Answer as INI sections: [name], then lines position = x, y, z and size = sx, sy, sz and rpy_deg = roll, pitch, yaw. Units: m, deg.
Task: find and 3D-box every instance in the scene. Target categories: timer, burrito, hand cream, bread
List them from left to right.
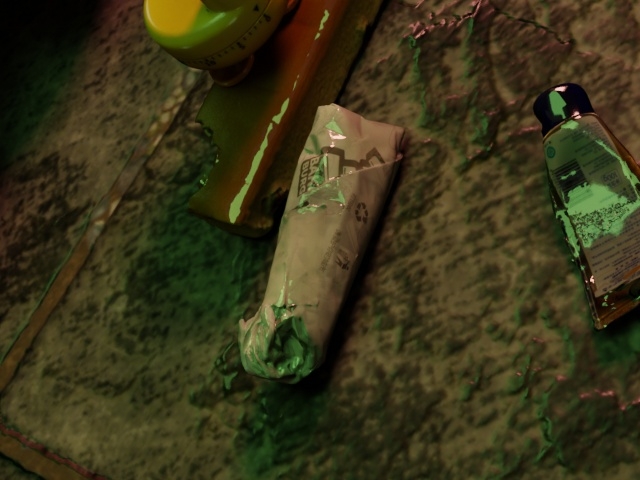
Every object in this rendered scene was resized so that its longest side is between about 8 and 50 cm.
[timer]
position = -0.076, -0.172, 1.166
size = 0.107, 0.109, 0.107
rpy_deg = -20, 52, 28
[bread]
position = -0.031, -0.107, 1.204
size = 0.088, 0.049, 0.226
rpy_deg = 13, 71, 41
[burrito]
position = 0.000, -0.001, 1.103
size = 0.064, 0.064, 0.203
rpy_deg = 3, 62, 37
[hand cream]
position = 0.166, -0.023, 1.018
size = 0.062, 0.039, 0.163
rpy_deg = -27, 55, 17
